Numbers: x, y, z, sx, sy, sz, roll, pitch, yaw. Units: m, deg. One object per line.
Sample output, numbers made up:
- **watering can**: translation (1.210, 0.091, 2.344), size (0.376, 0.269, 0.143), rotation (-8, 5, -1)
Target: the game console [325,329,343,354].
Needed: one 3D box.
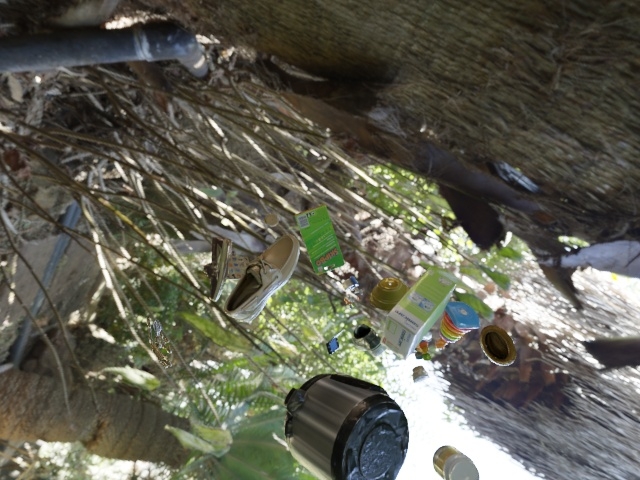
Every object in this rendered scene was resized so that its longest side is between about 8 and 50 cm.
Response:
- **game console**: translation (0.092, 0.598, 2.355), size (0.071, 0.107, 0.122), rotation (-14, -177, 33)

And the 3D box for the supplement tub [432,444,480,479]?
- **supplement tub**: translation (0.571, 0.965, 1.700), size (0.144, 0.144, 0.200), rotation (-61, 178, -13)

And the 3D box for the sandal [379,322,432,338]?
- **sandal**: translation (0.401, 0.415, 1.980), size (0.416, 0.169, 0.102), rotation (149, -42, -70)

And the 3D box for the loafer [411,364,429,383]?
- **loafer**: translation (0.602, 0.817, 2.468), size (0.102, 0.092, 0.268), rotation (-32, 152, 7)

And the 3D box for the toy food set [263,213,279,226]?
- **toy food set**: translation (-0.282, -0.117, 2.335), size (0.083, 0.082, 0.020), rotation (-53, -175, -24)

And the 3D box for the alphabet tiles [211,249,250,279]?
- **alphabet tiles**: translation (-0.526, 0.147, 2.414), size (0.009, 0.237, 0.198), rotation (-42, -122, 38)

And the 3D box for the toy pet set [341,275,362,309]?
- **toy pet set**: translation (0.143, 0.217, 1.717), size (0.065, 0.114, 0.122), rotation (-21, 159, -28)

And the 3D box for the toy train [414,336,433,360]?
- **toy train**: translation (0.540, 0.561, 2.091), size (0.105, 0.143, 0.248), rotation (-18, 177, -15)

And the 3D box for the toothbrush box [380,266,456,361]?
- **toothbrush box**: translation (0.358, 0.270, 1.484), size (0.283, 0.122, 0.206), rotation (-42, 151, -31)

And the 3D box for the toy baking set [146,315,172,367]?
- **toy baking set**: translation (-0.781, 0.493, 1.955), size (0.030, 0.256, 0.197), rotation (-15, 138, -48)

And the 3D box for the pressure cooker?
- **pressure cooker**: translation (0.067, 0.702, 1.506), size (0.420, 0.375, 0.370), rotation (1, -80, 52)

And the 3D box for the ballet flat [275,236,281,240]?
- **ballet flat**: translation (-0.155, 0.014, 1.879), size (0.041, 0.114, 0.041), rotation (-46, -145, 45)

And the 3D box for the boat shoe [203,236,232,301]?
- **boat shoe**: translation (-0.562, 0.150, 2.141), size (0.123, 0.123, 0.342), rotation (-102, -157, -86)

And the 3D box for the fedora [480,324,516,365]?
- **fedora**: translation (0.859, 0.491, 1.915), size (0.079, 0.194, 0.194), rotation (-10, 156, -34)

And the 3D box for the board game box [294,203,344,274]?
- **board game box**: translation (0.000, 0.000, 1.549), size (0.124, 0.259, 0.039), rotation (-19, -162, -1)

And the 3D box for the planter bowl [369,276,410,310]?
- **planter bowl**: translation (0.344, 0.243, 1.972), size (0.217, 0.217, 0.090), rotation (-72, 156, -56)

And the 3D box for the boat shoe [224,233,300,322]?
- **boat shoe**: translation (-0.189, 0.116, 1.340), size (0.341, 0.121, 0.110), rotation (-57, 152, -11)

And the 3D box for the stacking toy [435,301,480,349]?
- **stacking toy**: translation (0.695, 0.481, 2.142), size (0.175, 0.165, 0.302), rotation (-111, -148, -48)

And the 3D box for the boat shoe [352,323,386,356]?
- **boat shoe**: translation (0.211, 0.438, 1.857), size (0.121, 0.119, 0.335), rotation (-35, -179, -14)
